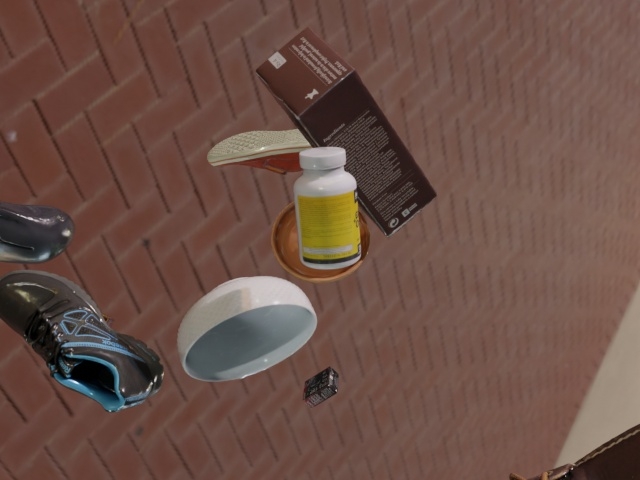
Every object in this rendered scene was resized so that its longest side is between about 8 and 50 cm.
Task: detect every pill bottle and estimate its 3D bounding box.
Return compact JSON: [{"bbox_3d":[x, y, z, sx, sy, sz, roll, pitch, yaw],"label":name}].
[{"bbox_3d":[0.010,-0.053,1.455,0.103,0.103,0.184,-23,115,-46],"label":"pill bottle"}]

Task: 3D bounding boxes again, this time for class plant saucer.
[{"bbox_3d":[0.000,0.000,1.825,0.200,0.200,0.037,-52,162,-23],"label":"plant saucer"}]

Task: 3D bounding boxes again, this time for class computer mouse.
[{"bbox_3d":[-0.591,-0.003,1.699,0.272,0.072,0.189,4,126,-35],"label":"computer mouse"}]

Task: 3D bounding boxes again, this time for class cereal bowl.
[{"bbox_3d":[-0.186,0.190,2.138,0.338,0.141,0.339,-19,149,-12],"label":"cereal bowl"}]

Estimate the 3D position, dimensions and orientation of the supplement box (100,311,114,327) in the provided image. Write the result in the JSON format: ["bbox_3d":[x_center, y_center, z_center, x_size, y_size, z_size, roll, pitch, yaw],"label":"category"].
[{"bbox_3d":[-0.461,0.165,1.848,0.043,0.055,0.083,-60,179,-8],"label":"supplement box"}]

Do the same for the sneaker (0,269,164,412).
[{"bbox_3d":[-0.427,0.165,1.529,0.125,0.340,0.139,-61,173,16],"label":"sneaker"}]

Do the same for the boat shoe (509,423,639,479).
[{"bbox_3d":[0.201,0.264,0.781,0.123,0.123,0.342,32,113,-27],"label":"boat shoe"}]

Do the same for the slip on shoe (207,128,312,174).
[{"bbox_3d":[-0.108,-0.200,2.132,0.123,0.331,0.101,-79,162,-57],"label":"slip on shoe"}]

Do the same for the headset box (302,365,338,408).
[{"bbox_3d":[-0.003,0.319,1.949,0.032,0.083,0.062,44,25,-21],"label":"headset box"}]

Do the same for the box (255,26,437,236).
[{"bbox_3d":[0.055,-0.197,1.697,0.143,0.191,0.381,-41,136,3],"label":"box"}]
